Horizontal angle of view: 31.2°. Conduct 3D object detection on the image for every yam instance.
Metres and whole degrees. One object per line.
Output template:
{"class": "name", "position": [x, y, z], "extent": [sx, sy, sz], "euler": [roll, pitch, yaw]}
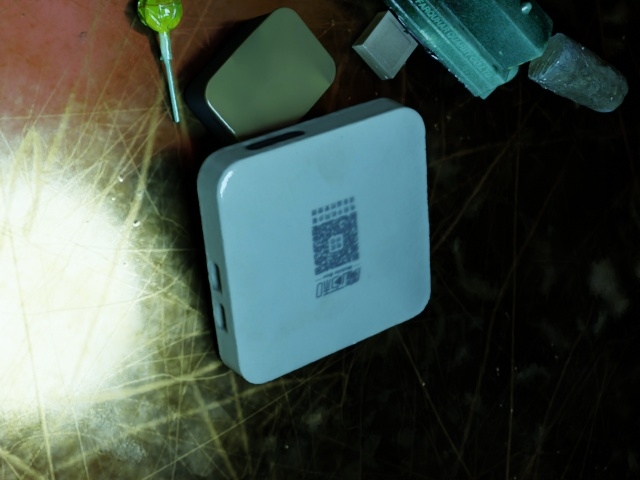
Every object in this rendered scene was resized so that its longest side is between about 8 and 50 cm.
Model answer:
{"class": "yam", "position": [0.449, -0.293, 2.012], "extent": [0.183, 0.107, 0.107], "euler": [22, 81, -33]}

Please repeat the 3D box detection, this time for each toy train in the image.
{"class": "toy train", "position": [0.232, -0.376, 1.819], "extent": [0.330, 0.178, 0.138], "euler": [40, 54, -27]}

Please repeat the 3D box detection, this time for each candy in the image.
{"class": "candy", "position": [-0.221, -0.264, 1.647], "extent": [0.058, 0.062, 0.193], "euler": [-54, 140, -68]}

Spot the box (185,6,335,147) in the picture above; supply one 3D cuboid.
{"class": "box", "position": [-0.091, -0.232, 1.697], "extent": [0.144, 0.090, 0.201], "euler": [47, 70, -24]}

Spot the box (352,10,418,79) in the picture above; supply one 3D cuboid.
{"class": "box", "position": [0.106, -0.312, 1.842], "extent": [0.083, 0.035, 0.079], "euler": [46, 70, -25]}

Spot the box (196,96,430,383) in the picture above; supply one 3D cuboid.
{"class": "box", "position": [0.000, 0.000, 1.726], "extent": [0.367, 0.090, 0.373], "euler": [-20, 122, -28]}
